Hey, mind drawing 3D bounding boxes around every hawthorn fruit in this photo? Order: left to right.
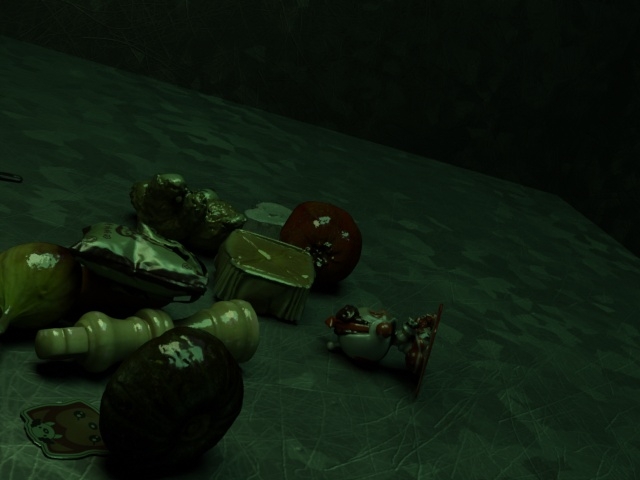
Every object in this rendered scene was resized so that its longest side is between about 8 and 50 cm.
[{"bbox_3d":[0.000,0.000,2.203,0.205,0.205,0.253,19,14,-5],"label":"hawthorn fruit"}]

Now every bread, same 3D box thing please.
[{"bbox_3d":[-0.126,0.078,1.975,0.210,0.109,0.192,16,25,-13],"label":"bread"}]

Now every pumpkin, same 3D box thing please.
[{"bbox_3d":[-0.214,0.218,1.325,0.219,0.218,0.162,-1,31,-48],"label":"pumpkin"}]

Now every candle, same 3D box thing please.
[{"bbox_3d":[-0.113,-0.039,2.375,0.169,0.068,0.192,22,20,14],"label":"candle"}]

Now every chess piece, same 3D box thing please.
[{"bbox_3d":[-0.291,0.167,1.558,0.397,0.117,0.117,0,28,-42],"label":"chess piece"}]

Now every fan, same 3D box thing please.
[{"bbox_3d":[-0.330,0.275,1.361,0.220,0.009,0.132,1,29,-43],"label":"fan"}]

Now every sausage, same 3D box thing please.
[{"bbox_3d":[-0.378,0.090,1.703,0.238,0.098,0.098,2,26,-39],"label":"sausage"}]

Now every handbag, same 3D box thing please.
[{"bbox_3d":[-0.316,0.033,1.607,0.235,0.127,0.213,18,1,-12],"label":"handbag"}]

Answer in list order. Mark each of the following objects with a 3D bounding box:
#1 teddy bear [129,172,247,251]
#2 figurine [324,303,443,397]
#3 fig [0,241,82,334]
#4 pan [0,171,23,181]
[{"bbox_3d":[-0.297,-0.057,2.102,0.256,0.156,0.267,8,-8,-23],"label":"teddy bear"},{"bbox_3d":[0.117,0.193,1.876,0.226,0.160,0.183,15,17,8],"label":"figurine"},{"bbox_3d":[-0.494,0.079,1.497,0.160,0.143,0.231,-15,-1,19],"label":"fig"},{"bbox_3d":[-0.786,-0.163,2.068,0.235,0.028,0.136,6,24,-37],"label":"pan"}]
